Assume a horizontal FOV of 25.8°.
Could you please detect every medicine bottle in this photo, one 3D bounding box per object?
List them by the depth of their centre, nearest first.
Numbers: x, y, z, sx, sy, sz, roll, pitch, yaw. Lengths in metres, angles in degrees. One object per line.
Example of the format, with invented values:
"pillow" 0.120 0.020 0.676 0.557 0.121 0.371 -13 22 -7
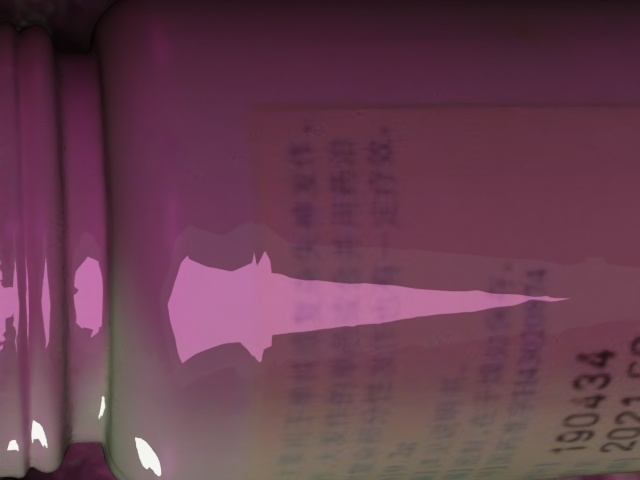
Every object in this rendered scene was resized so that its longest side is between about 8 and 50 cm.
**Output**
"medicine bottle" 0.000 0.000 0.593 0.379 0.213 0.213 -1 118 -12
